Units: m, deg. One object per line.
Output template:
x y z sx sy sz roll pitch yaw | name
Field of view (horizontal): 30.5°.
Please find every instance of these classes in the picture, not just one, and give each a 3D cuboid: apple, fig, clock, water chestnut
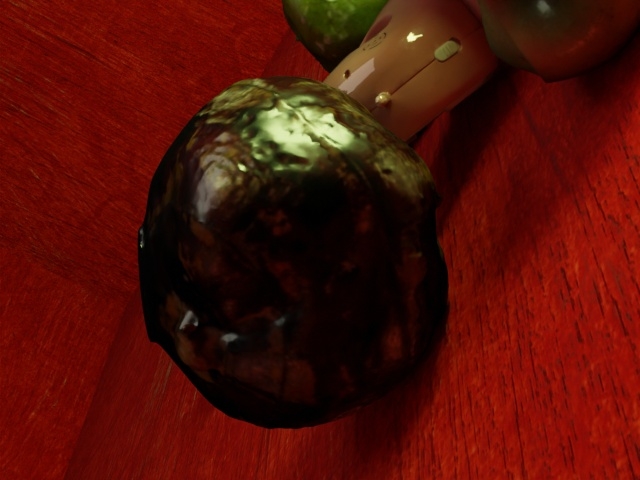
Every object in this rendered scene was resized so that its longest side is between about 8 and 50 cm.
0.204 -0.245 1.015 0.188 0.173 0.207 -46 -54 -62 | apple
0.064 -0.337 1.672 0.233 0.233 0.314 -61 0 8 | fig
0.079 -0.176 1.292 0.241 0.142 0.227 -43 2 -25 | clock
0.000 0.000 1.133 0.335 0.346 0.335 35 132 49 | water chestnut

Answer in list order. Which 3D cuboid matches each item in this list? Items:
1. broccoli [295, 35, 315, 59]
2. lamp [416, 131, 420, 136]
0.040 -0.326 1.922 0.154 0.160 0.167 -49 36 46 | broccoli
0.112 -0.230 1.502 0.118 0.118 0.253 -99 34 -71 | lamp
